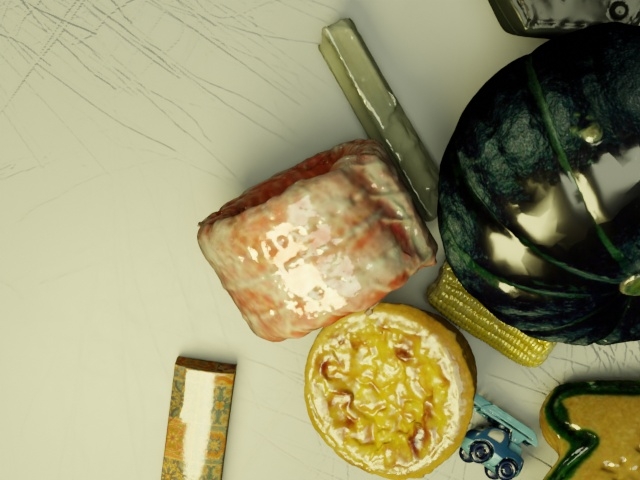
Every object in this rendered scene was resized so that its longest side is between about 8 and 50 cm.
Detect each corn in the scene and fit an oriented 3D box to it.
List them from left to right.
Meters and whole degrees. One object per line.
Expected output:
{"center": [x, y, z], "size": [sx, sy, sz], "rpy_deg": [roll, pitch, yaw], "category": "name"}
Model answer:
{"center": [0.206, 0.083, 1.518], "size": [0.165, 0.063, 0.085], "rpy_deg": [28, 123, -4], "category": "corn"}

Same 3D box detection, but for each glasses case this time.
{"center": [-0.151, 0.255, 1.551], "size": [0.075, 0.049, 0.218], "rpy_deg": [8, 100, -3], "category": "glasses case"}

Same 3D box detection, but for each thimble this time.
{"center": [0.000, 0.000, 1.418], "size": [0.239, 0.239, 0.162], "rpy_deg": [-26, 100, 4], "category": "thimble"}

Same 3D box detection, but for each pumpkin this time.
{"center": [0.305, -0.052, 1.361], "size": [0.363, 0.266, 0.363], "rpy_deg": [-9, 138, -8], "category": "pumpkin"}

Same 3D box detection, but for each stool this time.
{"center": [0.275, -0.325, 1.399], "size": [0.232, 0.141, 0.232], "rpy_deg": [0, 101, -1], "category": "stool"}

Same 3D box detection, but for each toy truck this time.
{"center": [0.191, 0.231, 1.547], "size": [0.136, 0.063, 0.074], "rpy_deg": [34, 77, -7], "category": "toy truck"}

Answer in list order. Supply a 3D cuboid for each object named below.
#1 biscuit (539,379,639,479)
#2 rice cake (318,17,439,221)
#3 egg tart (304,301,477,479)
{"center": [0.377, 0.267, 1.486], "size": [0.343, 0.057, 0.287], "rpy_deg": [-36, 64, -12], "category": "biscuit"}
{"center": [0.073, -0.137, 1.475], "size": [0.052, 0.057, 0.256], "rpy_deg": [-30, 99, 6], "category": "rice cake"}
{"center": [0.097, 0.158, 1.467], "size": [0.202, 0.147, 0.203], "rpy_deg": [3, 98, 22], "category": "egg tart"}
